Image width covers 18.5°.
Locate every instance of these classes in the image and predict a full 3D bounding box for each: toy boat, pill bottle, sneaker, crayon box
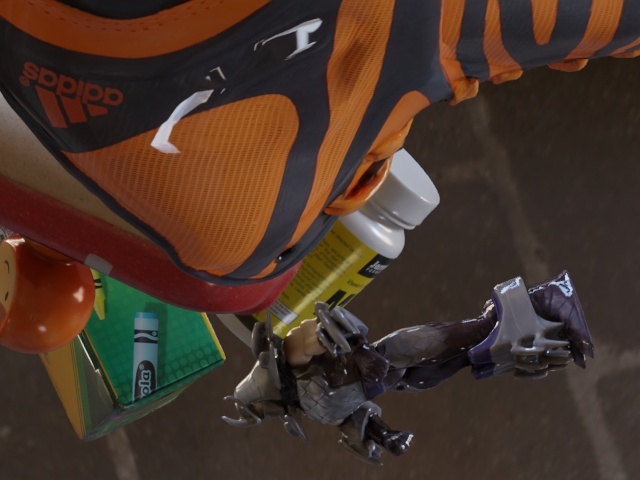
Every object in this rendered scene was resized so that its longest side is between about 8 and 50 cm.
[{"bbox_3d":[-0.125,-0.013,0.946,0.231,0.151,0.151,25,114,-1],"label":"toy boat"},{"bbox_3d":[0.000,0.000,1.777,0.208,0.119,0.119,-44,75,17],"label":"pill bottle"},{"bbox_3d":[0.046,-0.079,0.551,0.321,0.180,0.124,4,48,-34],"label":"sneaker"},{"bbox_3d":[-0.171,-0.014,1.316,0.081,0.165,0.278,-24,84,-19],"label":"crayon box"}]

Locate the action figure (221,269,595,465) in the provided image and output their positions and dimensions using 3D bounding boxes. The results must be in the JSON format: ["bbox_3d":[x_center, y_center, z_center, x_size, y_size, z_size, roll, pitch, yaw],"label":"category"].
[{"bbox_3d":[0.060,0.095,1.505,0.285,0.185,0.099,-16,64,1],"label":"action figure"}]
